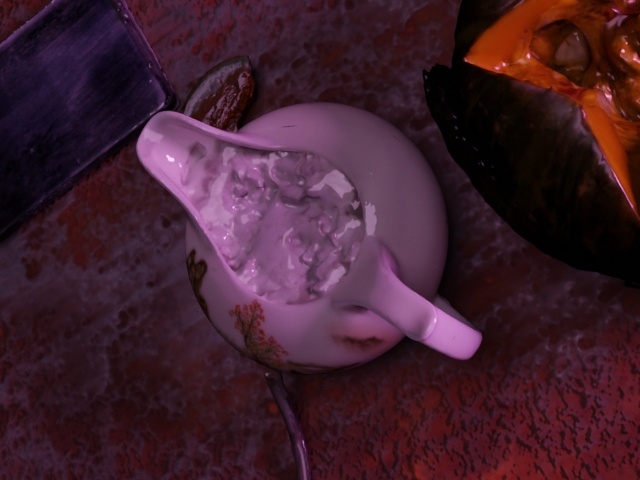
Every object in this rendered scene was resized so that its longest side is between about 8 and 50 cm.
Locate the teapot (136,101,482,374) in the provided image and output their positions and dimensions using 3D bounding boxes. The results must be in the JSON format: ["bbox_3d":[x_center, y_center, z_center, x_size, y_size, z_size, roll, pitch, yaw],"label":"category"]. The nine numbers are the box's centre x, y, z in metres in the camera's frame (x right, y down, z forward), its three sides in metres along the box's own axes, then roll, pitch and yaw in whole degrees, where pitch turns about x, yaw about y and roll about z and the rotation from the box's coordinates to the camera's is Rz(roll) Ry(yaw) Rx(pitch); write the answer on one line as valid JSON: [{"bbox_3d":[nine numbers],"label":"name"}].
[{"bbox_3d":[0.000,0.000,1.028,0.298,0.139,0.204,28,89,26],"label":"teapot"}]

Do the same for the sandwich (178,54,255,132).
[{"bbox_3d":[-0.089,-0.084,1.141,0.067,0.029,0.135,4,82,24],"label":"sandwich"}]

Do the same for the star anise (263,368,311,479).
[{"bbox_3d":[-0.031,0.247,1.023,0.227,0.148,0.219,-122,40,-48],"label":"star anise"}]

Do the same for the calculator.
[{"bbox_3d":[-0.257,-0.104,1.221,0.261,0.021,0.161,-35,69,14],"label":"calculator"}]

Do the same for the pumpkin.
[{"bbox_3d":[0.236,-0.117,0.920,0.320,0.192,0.321,-7,74,24],"label":"pumpkin"}]
